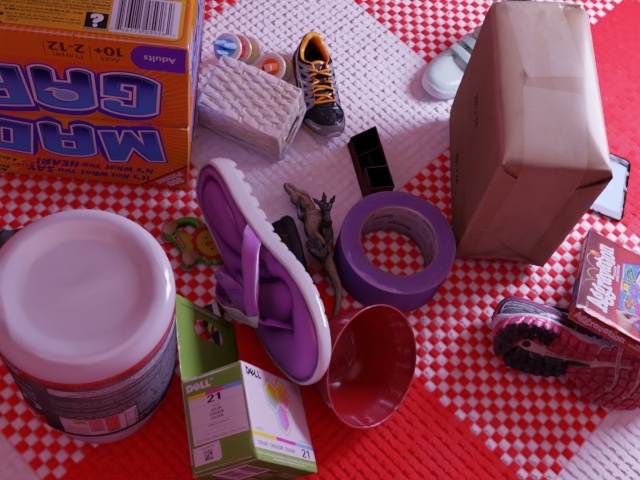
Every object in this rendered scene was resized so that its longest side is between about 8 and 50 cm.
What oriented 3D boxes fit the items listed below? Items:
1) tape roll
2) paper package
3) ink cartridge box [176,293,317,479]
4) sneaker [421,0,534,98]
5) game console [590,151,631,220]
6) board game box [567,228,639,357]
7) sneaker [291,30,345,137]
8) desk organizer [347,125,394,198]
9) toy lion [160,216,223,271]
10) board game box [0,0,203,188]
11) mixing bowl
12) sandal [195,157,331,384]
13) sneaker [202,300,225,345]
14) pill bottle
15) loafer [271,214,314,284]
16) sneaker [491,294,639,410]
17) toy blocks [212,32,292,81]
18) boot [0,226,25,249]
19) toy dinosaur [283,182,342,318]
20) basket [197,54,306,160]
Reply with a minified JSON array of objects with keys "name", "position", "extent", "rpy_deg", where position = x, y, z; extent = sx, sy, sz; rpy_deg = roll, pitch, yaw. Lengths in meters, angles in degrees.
[{"name":"tape roll","position":[0.119,0.018,1.343],"extent":[0.189,0.080,0.189],"rpy_deg":[4,61,-8]},{"name":"paper package","position":[0.324,-0.165,1.342],"extent":[0.168,0.309,0.325],"rpy_deg":[5,61,-4]},{"name":"ink cartridge box","position":[-0.107,0.198,1.136],"extent":[0.097,0.189,0.255],"rpy_deg":[-20,64,17]},{"name":"sneaker","position":[0.298,-0.373,1.540],"extent":[0.256,0.151,0.094],"rpy_deg":[-36,74,-23]},{"name":"game console","position":[0.508,-0.128,1.484],"extent":[0.085,0.124,0.144],"rpy_deg":[5,57,24]},{"name":"board game box","position":[0.481,0.081,1.323],"extent":[0.145,0.027,0.281],"rpy_deg":[28,33,7]},{"name":"sneaker","position":[-0.006,-0.280,1.481],"extent":[0.084,0.083,0.215],"rpy_deg":[-11,66,-16]},{"name":"desk organizer","position":[0.088,-0.132,1.434],"extent":[0.047,0.050,0.130],"rpy_deg":[-8,64,-13]},{"name":"toy lion","position":[-0.195,0.001,1.331],"extent":[0.096,0.034,0.100],"rpy_deg":[-27,69,-29]},{"name":"board game box","position":[-0.369,-0.336,1.294],"extent":[0.357,0.356,0.356],"rpy_deg":[4,62,-7]},{"name":"mixing bowl","position":[0.045,0.176,1.214],"extent":[0.098,0.181,0.181],"rpy_deg":[9,48,47]},{"name":"sandal","position":[-0.116,0.050,1.216],"extent":[0.102,0.169,0.416],"rpy_deg":[-10,49,-29]},{"name":"sneaker","position":[-0.163,0.136,1.266],"extent":[0.035,0.031,0.083],"rpy_deg":[-17,69,10]},{"name":"pill bottle","position":[-0.290,0.132,1.052],"extent":[0.210,0.363,0.210],"rpy_deg":[4,61,-8]},{"name":"loafer","position":[-0.052,0.067,1.298],"extent":[0.078,0.080,0.220],"rpy_deg":[-16,59,-3]},{"name":"sneaker","position":[0.414,0.166,1.296],"extent":[0.299,0.121,0.112],"rpy_deg":[24,30,-5]},{"name":"toy blocks","position":[-0.123,-0.322,1.450],"extent":[0.123,0.054,0.148],"rpy_deg":[31,17,8]},{"name":"boot","position":[-0.480,0.080,1.223],"extent":[0.161,0.083,0.246],"rpy_deg":[0,56,-1]},{"name":"toy dinosaur","position":[0.000,0.000,1.310],"extent":[0.064,0.118,0.268],"rpy_deg":[-11,64,-9]},{"name":"basket","position":[-0.119,-0.228,1.406],"extent":[0.167,0.103,0.113],"rpy_deg":[24,80,4]}]
